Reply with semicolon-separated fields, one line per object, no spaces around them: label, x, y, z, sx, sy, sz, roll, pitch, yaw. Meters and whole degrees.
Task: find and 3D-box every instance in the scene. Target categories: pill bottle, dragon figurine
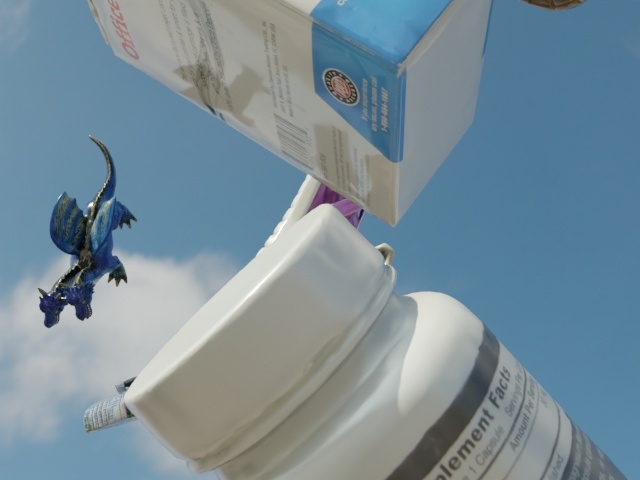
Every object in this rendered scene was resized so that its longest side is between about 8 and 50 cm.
pill bottle;0.066;0.164;0.612;0.361;0.204;0.204;46;-53;-6
dragon figurine;-0.315;-0.017;1.363;0.085;0.289;0.144;6;-11;6

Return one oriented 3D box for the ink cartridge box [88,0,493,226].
ink cartridge box;-0.045;-0.228;0.973;0.395;0.166;0.285;32;-19;16

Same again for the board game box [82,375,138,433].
board game box;-0.219;0.212;1.423;0.194;0.194;0.060;-28;-104;49

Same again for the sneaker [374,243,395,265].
sneaker;0.025;0.054;1.178;0.069;0.185;0.084;41;-57;8

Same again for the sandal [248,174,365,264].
sandal;0.003;0.009;1.504;0.102;0.416;0.169;21;-27;25

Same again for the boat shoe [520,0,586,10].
boat shoe;0.161;-0.376;1.085;0.342;0.123;0.123;21;-19;-14
